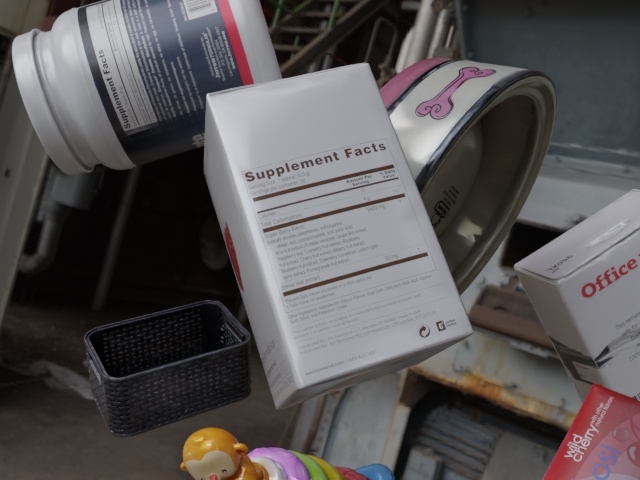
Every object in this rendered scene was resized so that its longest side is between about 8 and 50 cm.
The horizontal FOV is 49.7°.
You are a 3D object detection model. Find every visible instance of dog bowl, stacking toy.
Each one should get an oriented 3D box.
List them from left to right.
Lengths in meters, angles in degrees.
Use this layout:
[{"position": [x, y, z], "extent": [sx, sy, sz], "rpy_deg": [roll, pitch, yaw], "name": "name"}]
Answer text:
[{"position": [-0.041, 0.268, 0.696], "extent": [0.175, 0.166, 0.302], "rpy_deg": [-21, -47, 16], "name": "stacking toy"}, {"position": [0.160, -0.074, 0.987], "extent": [0.150, 0.408, 0.408], "rpy_deg": [34, 9, 27], "name": "dog bowl"}]

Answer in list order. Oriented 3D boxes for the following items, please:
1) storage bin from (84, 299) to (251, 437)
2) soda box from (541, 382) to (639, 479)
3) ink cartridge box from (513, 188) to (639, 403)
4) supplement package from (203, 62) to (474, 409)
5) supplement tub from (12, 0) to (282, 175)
[{"position": [-0.185, 0.152, 0.849], "extent": [0.180, 0.085, 0.122], "rpy_deg": [-13, 28, -28], "name": "storage bin"}, {"position": [0.254, 0.278, 0.672], "extent": [0.083, 0.263, 0.092], "rpy_deg": [19, -29, 40], "name": "soda box"}, {"position": [0.573, 0.146, 1.233], "extent": [0.395, 0.285, 0.166], "rpy_deg": [60, -6, -13], "name": "ink cartridge box"}, {"position": [0.000, 0.000, 0.713], "extent": [0.175, 0.293, 0.177], "rpy_deg": [-15, -17, -15], "name": "supplement package"}, {"position": [-0.192, -0.195, 0.814], "extent": [0.272, 0.191, 0.191], "rpy_deg": [-17, 2, -3], "name": "supplement tub"}]
